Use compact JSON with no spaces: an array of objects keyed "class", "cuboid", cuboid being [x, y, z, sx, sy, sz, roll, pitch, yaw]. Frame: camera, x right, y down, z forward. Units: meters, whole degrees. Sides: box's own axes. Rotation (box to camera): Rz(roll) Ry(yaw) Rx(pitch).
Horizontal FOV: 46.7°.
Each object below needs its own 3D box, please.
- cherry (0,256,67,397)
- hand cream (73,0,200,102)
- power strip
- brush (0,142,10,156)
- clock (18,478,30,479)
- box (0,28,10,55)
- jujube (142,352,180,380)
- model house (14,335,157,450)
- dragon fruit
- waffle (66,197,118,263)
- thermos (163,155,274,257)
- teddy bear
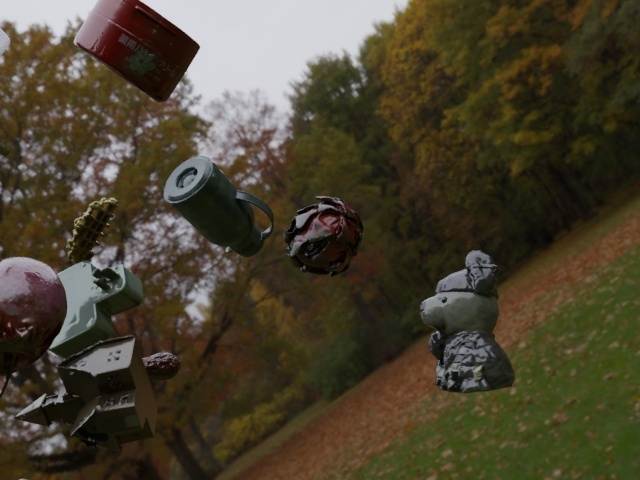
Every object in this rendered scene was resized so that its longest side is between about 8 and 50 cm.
[{"class":"cherry","cuboid":[-0.524,0.119,1.267,0.249,0.175,0.192,-88,22,-61]},{"class":"hand cream","cuboid":[-0.375,-0.398,1.515,0.149,0.230,0.230,-55,-11,3]},{"class":"power strip","cuboid":[-0.616,0.153,1.949,0.261,0.229,0.141,-26,-37,8]},{"class":"brush","cuboid":[-0.572,-0.175,1.281,0.083,0.013,0.016,45,-113,-42]},{"class":"clock","cuboid":[-0.741,0.697,1.836,0.197,0.068,0.196,-167,90,-88]},{"class":"box","cuboid":[-0.707,-0.420,1.494,0.044,0.142,0.285,-38,28,8]},{"class":"jujube","cuboid":[-0.427,0.331,1.945,0.077,0.077,0.129,-40,-28,29]},{"class":"model house","cuboid":[-0.450,0.314,1.380,0.248,0.180,0.176,-14,22,-2]},{"class":"dragon fruit","cuboid":[0.008,-0.004,1.669,0.189,0.182,0.182,-39,-8,-9]},{"class":"waffle","cuboid":[-0.631,-0.023,2.044,0.161,0.046,0.192,-38,-30,-56]},{"class":"thermos","cuboid":[-0.229,-0.072,1.802,0.182,0.144,0.286,-21,-45,24]},{"class":"teddy bear","cuboid":[0.246,0.159,1.314,0.144,0.250,0.171,-3,-23,-8]}]
